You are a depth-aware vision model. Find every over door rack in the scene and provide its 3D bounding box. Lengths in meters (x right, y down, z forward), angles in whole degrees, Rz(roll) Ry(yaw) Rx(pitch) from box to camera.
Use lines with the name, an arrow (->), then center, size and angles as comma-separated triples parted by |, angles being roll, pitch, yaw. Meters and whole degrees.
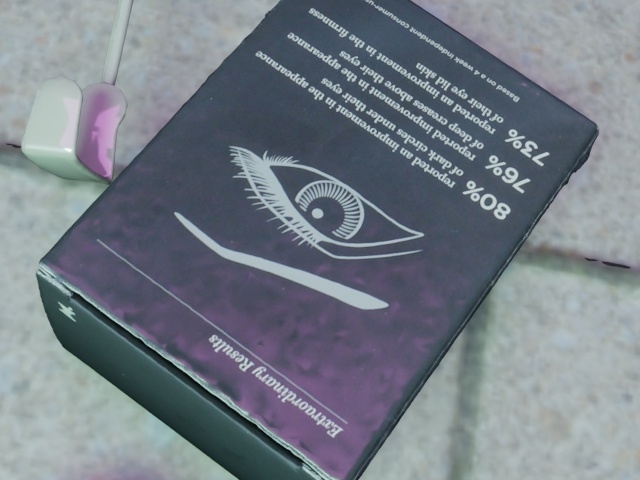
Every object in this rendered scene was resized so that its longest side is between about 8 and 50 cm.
over door rack -> -0.178, -0.168, 0.520 | 0.239, 0.108, 0.324 | 7, 63, 7

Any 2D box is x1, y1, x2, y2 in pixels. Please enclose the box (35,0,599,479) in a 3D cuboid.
box -> 0.000, 0.000, 0.491 | 0.153, 0.108, 0.207 | 36, 68, 8
